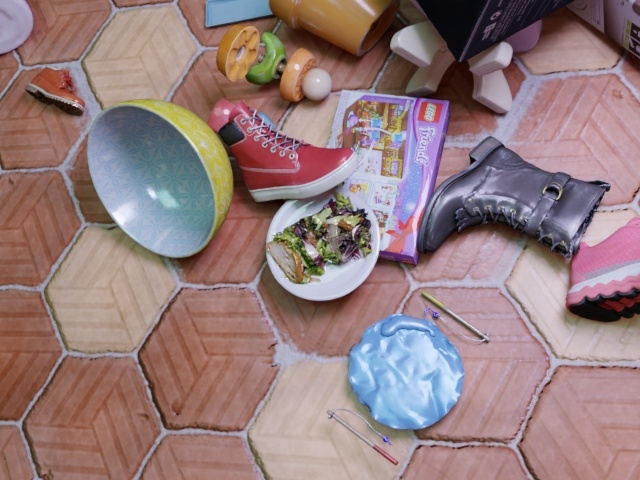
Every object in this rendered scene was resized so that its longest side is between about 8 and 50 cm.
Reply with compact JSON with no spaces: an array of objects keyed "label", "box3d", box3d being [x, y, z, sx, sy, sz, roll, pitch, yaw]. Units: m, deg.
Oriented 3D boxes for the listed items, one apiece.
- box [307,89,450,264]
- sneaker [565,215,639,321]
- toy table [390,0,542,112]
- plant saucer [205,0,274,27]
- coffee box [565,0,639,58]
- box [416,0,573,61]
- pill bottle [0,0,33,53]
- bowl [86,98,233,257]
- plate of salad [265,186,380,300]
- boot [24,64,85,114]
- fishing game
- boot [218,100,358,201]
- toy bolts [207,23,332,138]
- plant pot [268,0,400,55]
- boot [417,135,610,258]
[{"label":"box","box3d":[0.102,-0.117,1.127,0.200,0.057,0.294,11,75,18]},{"label":"sneaker","box3d":[0.483,0.013,0.898,0.313,0.115,0.136,-28,47,48]},{"label":"toy table","box3d":[0.241,-0.343,1.082,0.274,0.252,0.161,20,81,-13]},{"label":"plant saucer","box3d":[-0.148,-0.488,1.330,0.191,0.018,0.067,-7,71,12]},{"label":"coffee box","box3d":[0.534,-0.444,1.071,0.168,0.119,0.297,-37,57,0]},{"label":"box","box3d":[0.298,-0.501,0.903,0.395,0.212,0.294,-30,78,-9]},{"label":"pill bottle","box3d":[-0.782,-0.589,1.430,0.176,0.176,0.319,-31,68,2]},{"label":"bowl","box3d":[-0.260,-0.130,1.147,0.289,0.290,0.156,22,37,19]},{"label":"plate of salad","box3d":[0.000,0.000,1.059,0.199,0.048,0.200,-4,73,14]},{"label":"boot","box3d":[-0.551,-0.325,1.354,0.157,0.059,0.085,27,75,21]},{"label":"fishing game","box3d":[0.135,0.212,1.023,0.189,0.041,0.264,32,74,20]},{"label":"boot","box3d":[-0.064,-0.162,1.068,0.244,0.176,0.088,-5,33,40]},{"label":"toy bolts","box3d":[-0.095,-0.258,1.158,0.158,0.218,0.229,29,99,14]},{"label":"plant pot","box3d":[0.039,-0.454,1.190,0.188,0.205,0.205,41,85,6]},{"label":"boot","box3d":[0.308,-0.039,1.025,0.229,0.091,0.263,35,81,26]}]
